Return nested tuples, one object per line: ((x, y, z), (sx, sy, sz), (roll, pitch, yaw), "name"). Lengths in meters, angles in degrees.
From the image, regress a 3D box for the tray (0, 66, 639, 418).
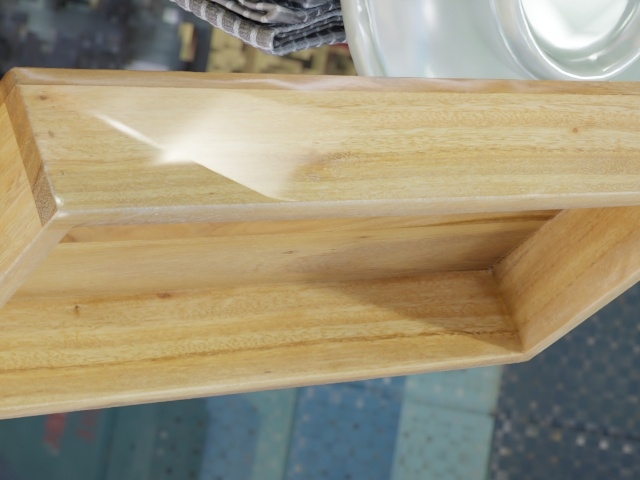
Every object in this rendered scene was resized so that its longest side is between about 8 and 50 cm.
((0.000, 0.000, 0.894), (0.203, 0.411, 0.076), (-43, -120, 45), "tray")

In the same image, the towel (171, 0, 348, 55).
((-0.041, -0.251, 1.580), (0.283, 0.235, 0.121), (-20, 134, -48), "towel")

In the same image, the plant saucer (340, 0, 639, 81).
((0.191, -0.236, 1.498), (0.100, 0.400, 0.400), (18, -79, 47), "plant saucer")
